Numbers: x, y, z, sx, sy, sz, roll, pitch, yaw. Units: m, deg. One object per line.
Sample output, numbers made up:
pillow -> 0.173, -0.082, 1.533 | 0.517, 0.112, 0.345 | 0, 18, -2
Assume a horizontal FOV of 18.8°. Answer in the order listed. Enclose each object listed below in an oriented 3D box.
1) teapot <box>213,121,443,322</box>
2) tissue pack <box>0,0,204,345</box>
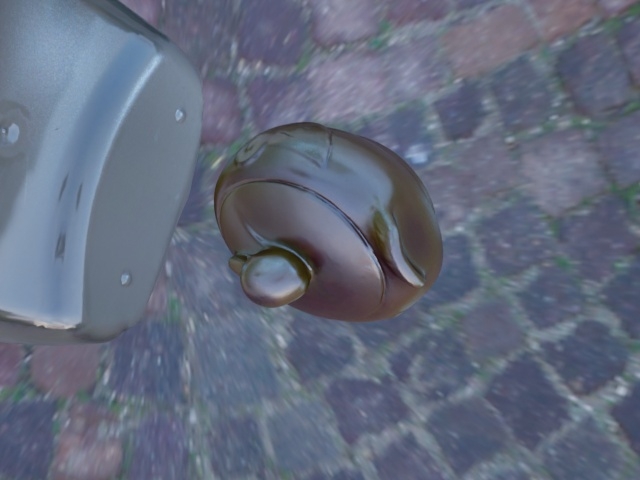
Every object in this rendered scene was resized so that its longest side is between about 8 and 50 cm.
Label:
teapot -> 0.000, 0.000, 0.849 | 0.078, 0.129, 0.098 | -45, 122, -31
tissue pack -> -0.285, -0.087, 1.289 | 0.277, 0.387, 0.267 | 16, 84, 36
